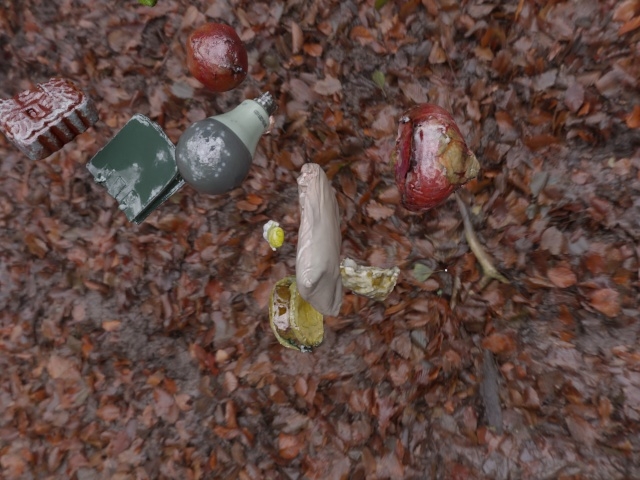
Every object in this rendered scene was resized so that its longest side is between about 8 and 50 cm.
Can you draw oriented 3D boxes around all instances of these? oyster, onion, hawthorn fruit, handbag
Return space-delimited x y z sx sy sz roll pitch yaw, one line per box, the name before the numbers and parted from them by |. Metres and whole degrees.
oyster | 0.141 0.114 1.377 0.166 0.341 0.111 7 84 17
onion | 0.190 -0.134 0.811 0.146 0.184 0.184 8 89 -2
hawthorn fruit | -0.276 -0.501 1.343 0.181 0.181 0.235 -53 48 6
handbag | -0.540 -0.211 1.447 0.260 0.079 0.247 -43 75 6

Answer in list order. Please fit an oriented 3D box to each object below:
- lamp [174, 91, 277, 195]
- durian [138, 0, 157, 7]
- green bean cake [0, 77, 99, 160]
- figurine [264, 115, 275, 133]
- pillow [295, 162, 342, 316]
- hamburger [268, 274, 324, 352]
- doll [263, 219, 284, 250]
lamp | -0.223 -0.257 1.172 0.181 0.182 0.314 27 81 15
durian | -0.361 -0.631 0.863 0.256 0.204 0.339 -47 119 4
green bean cake | -0.745 -0.342 1.312 0.232 0.097 0.198 -41 66 -17
figurine | -0.248 -0.440 1.829 0.113 0.157 0.126 5 118 29
pillow | 0.000 0.000 0.814 0.067 0.173 0.271 -9 54 11
hamburger | -0.095 0.264 1.789 0.132 0.211 0.309 -25 52 38
doll | -0.178 -0.024 1.852 0.062 0.162 0.106 4 102 -21
